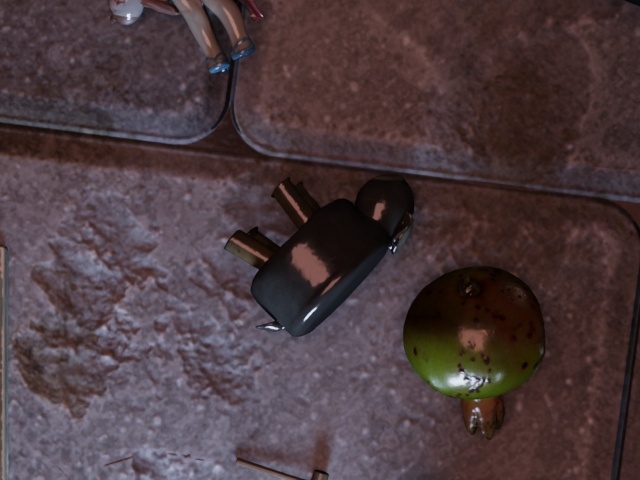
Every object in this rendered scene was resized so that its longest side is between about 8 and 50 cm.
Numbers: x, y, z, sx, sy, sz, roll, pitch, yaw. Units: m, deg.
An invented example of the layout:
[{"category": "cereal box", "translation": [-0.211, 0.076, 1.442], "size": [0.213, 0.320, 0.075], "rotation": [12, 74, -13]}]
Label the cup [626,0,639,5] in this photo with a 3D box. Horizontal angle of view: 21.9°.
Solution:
[{"category": "cup", "translation": [0.416, -0.332, 1.822], "size": [0.223, 0.169, 0.176], "rotation": [13, 97, -26]}]

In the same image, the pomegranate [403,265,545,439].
[{"category": "pomegranate", "translation": [0.177, 0.124, 1.855], "size": [0.159, 0.159, 0.205], "rotation": [-6, 117, 5]}]

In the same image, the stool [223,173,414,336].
[{"category": "stool", "translation": [-0.002, 0.004, 1.875], "size": [0.139, 0.153, 0.228], "rotation": [45, 52, 7]}]

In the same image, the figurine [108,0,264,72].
[{"category": "figurine", "translation": [-0.164, -0.312, 1.909], "size": [0.205, 0.103, 0.260], "rotation": [-26, 90, 41]}]

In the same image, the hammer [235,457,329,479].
[{"category": "hammer", "translation": [-0.046, 0.273, 1.936], "size": [0.110, 0.019, 0.035], "rotation": [17, 92, 10]}]

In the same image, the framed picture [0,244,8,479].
[{"category": "framed picture", "translation": [-0.488, 0.165, 1.973], "size": [0.241, 0.020, 0.324], "rotation": [-1, 90, 5]}]
